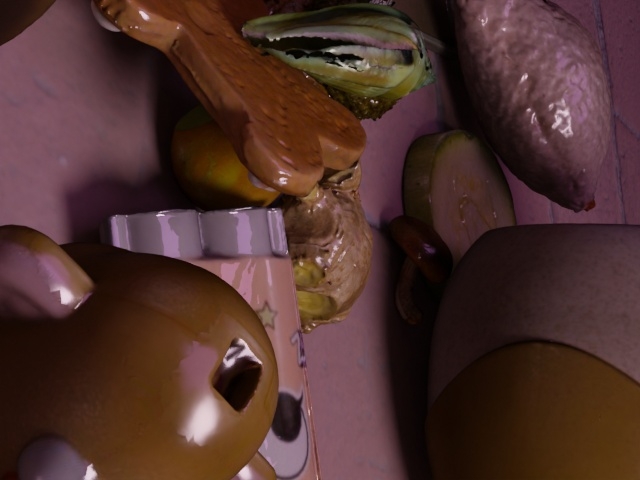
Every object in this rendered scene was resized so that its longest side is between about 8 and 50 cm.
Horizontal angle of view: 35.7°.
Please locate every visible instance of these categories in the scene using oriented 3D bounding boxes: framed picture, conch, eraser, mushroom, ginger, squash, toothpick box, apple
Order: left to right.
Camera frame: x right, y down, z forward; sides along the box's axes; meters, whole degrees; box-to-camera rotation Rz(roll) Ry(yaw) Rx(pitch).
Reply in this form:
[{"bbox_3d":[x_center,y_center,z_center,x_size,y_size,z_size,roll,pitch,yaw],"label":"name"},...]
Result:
[{"bbox_3d":[-0.088,0.122,0.787,0.171,0.087,0.291,-3,83,-43],"label":"eraser"},{"bbox_3d":[-0.072,-0.076,0.874,0.099,0.102,0.114,61,36,-22],"label":"apple"},{"bbox_3d":[0.000,0.000,0.937,0.216,0.102,0.157,81,21,-62],"label":"ginger"},{"bbox_3d":[0.034,-0.160,0.849,0.200,0.095,0.080,-12,122,-48],"label":"conch"},{"bbox_3d":[0.116,-0.423,1.354,0.240,0.020,0.324,3,77,-57],"label":"framed picture"},{"bbox_3d":[0.120,0.033,1.168,0.088,0.072,0.130,91,-6,-85],"label":"mushroom"},{"bbox_3d":[0.190,-0.023,1.313,0.252,0.048,0.252,23,62,-52],"label":"squash"},{"bbox_3d":[0.322,0.205,1.105,0.409,0.408,0.425,9,83,-56],"label":"toothpick box"}]

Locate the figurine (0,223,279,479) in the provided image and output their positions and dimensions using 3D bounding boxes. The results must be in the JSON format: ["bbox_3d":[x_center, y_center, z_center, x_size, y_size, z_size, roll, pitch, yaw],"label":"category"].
[{"bbox_3d":[-0.150,0.084,0.537,0.342,0.284,0.167,33,52,-50],"label":"figurine"}]

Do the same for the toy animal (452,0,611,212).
[{"bbox_3d":[0.304,-0.209,1.383,0.358,0.188,0.226,69,21,-6],"label":"toy animal"}]

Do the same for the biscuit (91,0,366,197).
[{"bbox_3d":[-0.100,-0.173,0.812,0.340,0.047,0.216,48,25,4],"label":"biscuit"}]

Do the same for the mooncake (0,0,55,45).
[{"bbox_3d":[-0.242,-0.199,0.553,0.235,0.234,0.117,32,52,-49],"label":"mooncake"}]

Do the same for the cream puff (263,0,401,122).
[{"bbox_3d":[0.008,-0.181,0.971,0.183,0.169,0.183,21,64,-52],"label":"cream puff"}]
